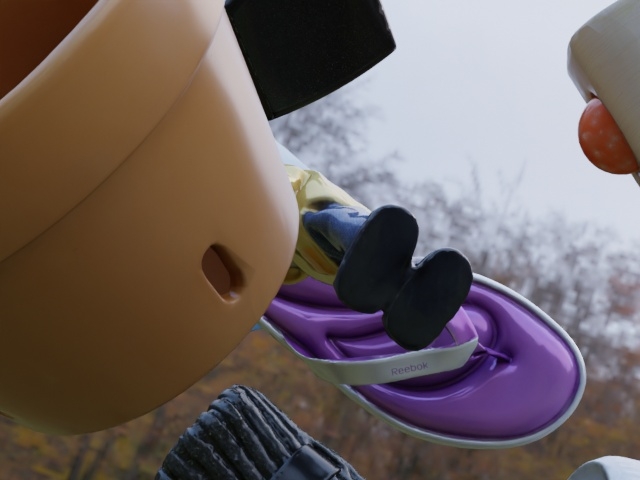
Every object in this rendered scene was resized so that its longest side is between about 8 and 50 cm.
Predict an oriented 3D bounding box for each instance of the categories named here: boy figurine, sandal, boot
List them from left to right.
[{"bbox_3d":[-0.057,0.310,1.135,0.260,0.348,0.131,30,-25,8],"label":"boot"},{"bbox_3d":[0.000,0.000,1.138,0.177,0.092,0.285,38,-9,-26],"label":"boy figurine"},{"bbox_3d":[0.048,0.074,1.375,0.416,0.169,0.102,25,-4,10],"label":"sandal"}]

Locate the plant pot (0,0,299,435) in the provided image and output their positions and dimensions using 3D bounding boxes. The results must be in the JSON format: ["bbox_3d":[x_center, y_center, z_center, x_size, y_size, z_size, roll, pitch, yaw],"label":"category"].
[{"bbox_3d":[-0.147,-0.036,0.759,0.291,0.291,0.203,3,-40,43],"label":"plant pot"}]

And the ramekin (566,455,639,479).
[{"bbox_3d":[0.266,0.290,1.291,0.109,0.207,0.207,22,-17,-7],"label":"ramekin"}]

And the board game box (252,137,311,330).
[{"bbox_3d":[-0.101,-0.017,1.643,0.242,0.064,0.316,-15,36,-26],"label":"board game box"}]

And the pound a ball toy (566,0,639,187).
[{"bbox_3d":[0.235,-0.045,0.825,0.319,0.136,0.208,59,4,11],"label":"pound a ball toy"}]

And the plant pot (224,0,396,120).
[{"bbox_3d":[-0.066,-0.217,1.404,0.188,0.167,0.187,9,-44,37],"label":"plant pot"}]
